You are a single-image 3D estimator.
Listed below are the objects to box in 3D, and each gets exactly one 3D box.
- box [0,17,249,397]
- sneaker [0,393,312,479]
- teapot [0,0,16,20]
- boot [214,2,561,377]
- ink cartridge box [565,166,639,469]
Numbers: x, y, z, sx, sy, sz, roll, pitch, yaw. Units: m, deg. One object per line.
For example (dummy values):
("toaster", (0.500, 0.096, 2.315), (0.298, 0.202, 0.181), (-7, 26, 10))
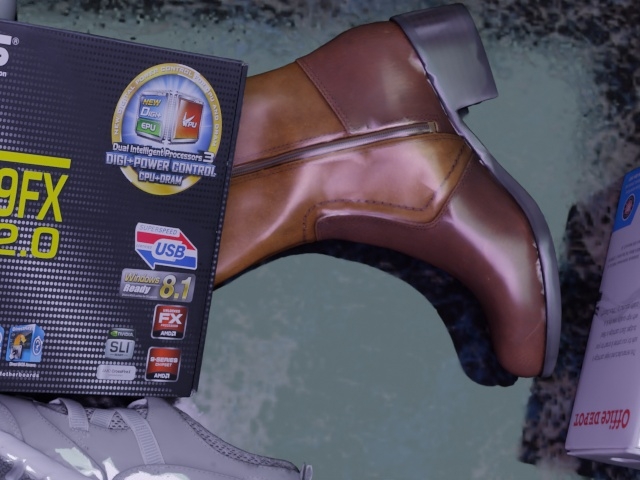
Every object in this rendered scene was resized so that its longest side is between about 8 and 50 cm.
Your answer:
("box", (-0.180, -0.021, 1.152), (0.270, 0.060, 0.216), (7, 95, -40))
("sneaker", (-0.138, 0.147, 1.249), (0.281, 0.105, 0.115), (23, 46, -1))
("teapot", (-0.306, -0.163, 1.202), (0.256, 0.187, 0.252), (39, 79, -3))
("boot", (0.000, 0.000, 1.276), (0.280, 0.096, 0.264), (-18, 93, -6))
("ink cartridge box", (0.238, 0.050, 1.274), (0.086, 0.148, 0.203), (14, 82, -8))
